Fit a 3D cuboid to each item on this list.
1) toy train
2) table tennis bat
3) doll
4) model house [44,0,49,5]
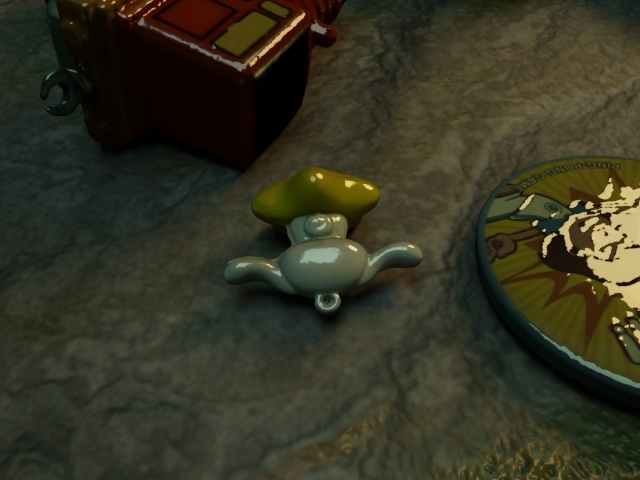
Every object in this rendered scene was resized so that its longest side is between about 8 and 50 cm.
[{"bbox_3d":[-0.099,-0.215,0.595,0.232,0.163,0.369,29,56,11],"label":"toy train"},{"bbox_3d":[0.252,0.043,0.416,0.215,0.044,0.329,-30,52,-21],"label":"table tennis bat"},{"bbox_3d":[0.008,-0.001,0.460,0.135,0.071,0.113,14,60,11],"label":"doll"},{"bbox_3d":[-0.250,-0.307,0.737,0.152,0.106,0.165,11,14,28],"label":"model house"}]
